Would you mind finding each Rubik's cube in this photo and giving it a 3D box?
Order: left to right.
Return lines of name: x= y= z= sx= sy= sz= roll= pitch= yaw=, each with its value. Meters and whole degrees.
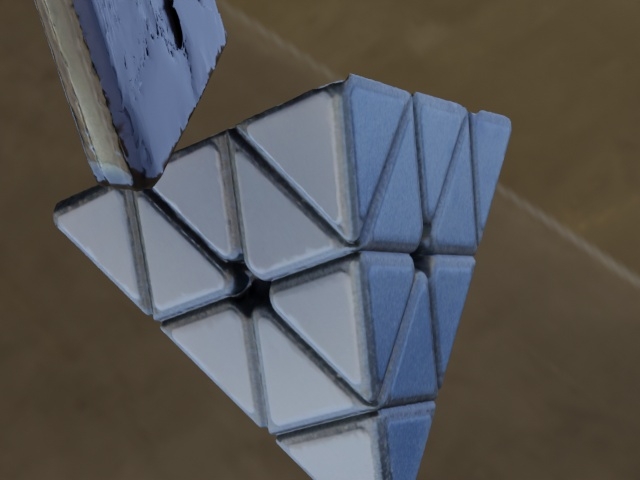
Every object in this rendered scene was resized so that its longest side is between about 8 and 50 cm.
Rubik's cube: x=0.001 y=0.000 z=1.196 sx=0.229 sy=0.228 sz=0.233 roll=-52 pitch=-153 yaw=13

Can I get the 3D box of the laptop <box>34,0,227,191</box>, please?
laptop: x=-0.078 y=-0.132 z=0.593 sx=0.026 sy=0.207 sz=0.154 roll=-12 pitch=-156 yaw=12
